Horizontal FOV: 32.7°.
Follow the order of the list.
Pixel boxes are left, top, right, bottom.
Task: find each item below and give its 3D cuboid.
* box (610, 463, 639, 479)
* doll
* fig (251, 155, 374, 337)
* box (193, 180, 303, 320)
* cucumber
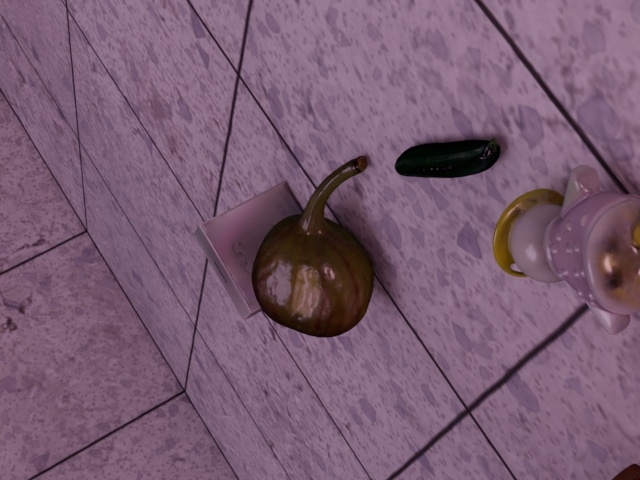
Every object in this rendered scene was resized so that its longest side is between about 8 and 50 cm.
[{"bbox_3d":[0.248,0.407,0.985,0.229,0.239,0.339,49,157,26],"label":"box"},{"bbox_3d":[0.195,0.006,0.805,0.207,0.081,0.129,16,124,66],"label":"doll"},{"bbox_3d":[0.000,0.000,1.224,0.149,0.149,0.245,48,144,34],"label":"fig"},{"bbox_3d":[-0.072,0.012,1.389,0.130,0.129,0.051,59,160,7],"label":"box"},{"bbox_3d":[0.108,-0.071,0.979,0.033,0.036,0.184,56,163,-15],"label":"cucumber"}]
